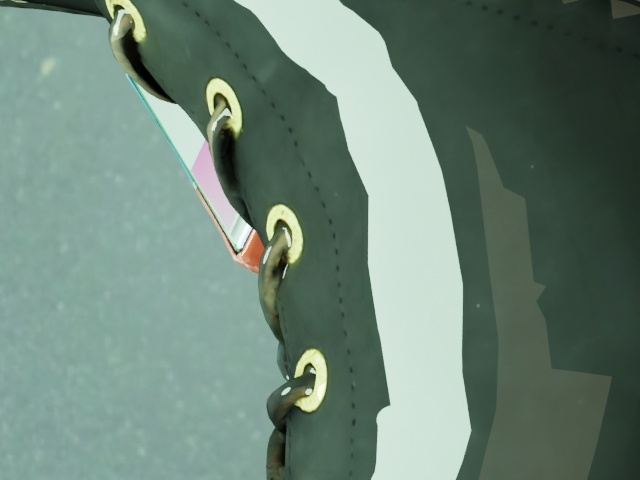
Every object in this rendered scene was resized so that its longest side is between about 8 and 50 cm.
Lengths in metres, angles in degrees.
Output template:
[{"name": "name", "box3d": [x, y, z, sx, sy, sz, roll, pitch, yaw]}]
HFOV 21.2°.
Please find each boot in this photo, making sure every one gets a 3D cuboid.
[{"name": "boot", "box3d": [0.000, 0.000, 0.461, 0.377, 0.138, 0.284, 4, 84, 18]}]

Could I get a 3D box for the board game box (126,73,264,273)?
[{"name": "board game box", "box3d": [0.037, -0.159, 0.647, 0.316, 0.064, 0.242, -63, 23, 12]}]
